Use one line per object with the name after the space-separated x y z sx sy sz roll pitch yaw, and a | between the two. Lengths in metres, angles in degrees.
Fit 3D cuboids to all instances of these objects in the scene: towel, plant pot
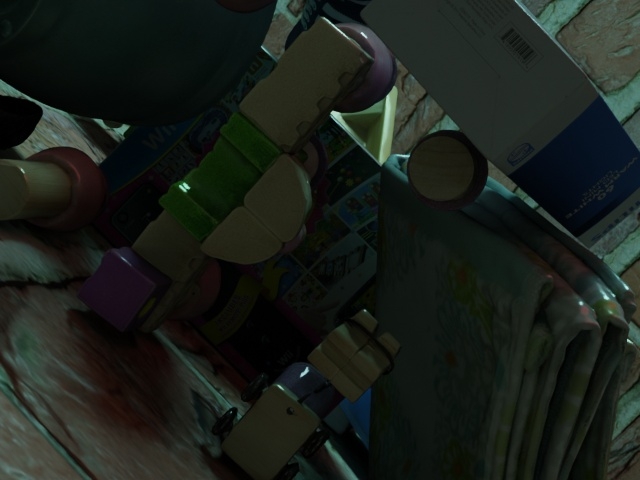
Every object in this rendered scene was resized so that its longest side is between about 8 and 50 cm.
0.108 0.127 0.999 0.090 0.320 0.374 1 17 -13 | towel
-0.203 -0.236 1.086 0.293 0.293 0.196 46 28 23 | plant pot

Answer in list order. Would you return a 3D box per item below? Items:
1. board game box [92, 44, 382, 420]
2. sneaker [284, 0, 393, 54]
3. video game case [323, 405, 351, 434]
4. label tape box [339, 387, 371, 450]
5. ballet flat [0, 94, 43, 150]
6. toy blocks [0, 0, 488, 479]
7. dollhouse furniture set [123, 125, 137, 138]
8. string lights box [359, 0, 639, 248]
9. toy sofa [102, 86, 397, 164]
-0.041 -0.009 1.232 0.303 0.224 0.097 45 5 3 | board game box
0.014 -0.217 1.140 0.153 0.099 0.282 27 -19 -28 | sneaker
-0.024 0.127 1.505 0.204 0.025 0.285 45 3 8 | video game case
0.154 0.234 1.397 0.348 0.115 0.249 44 7 -49 | label tape box
-0.288 -0.125 1.080 0.057 0.049 0.173 45 2 30 | ballet flat
-0.035 -0.035 1.003 0.309 0.288 0.260 42 8 7 | toy blocks
-0.191 -0.104 1.994 0.197 0.151 0.301 51 -27 -5 | dollhouse furniture set
0.137 -0.089 0.894 0.133 0.077 0.260 52 11 24 | string lights box
-0.095 -0.159 1.768 0.363 0.177 0.150 20 55 -18 | toy sofa
